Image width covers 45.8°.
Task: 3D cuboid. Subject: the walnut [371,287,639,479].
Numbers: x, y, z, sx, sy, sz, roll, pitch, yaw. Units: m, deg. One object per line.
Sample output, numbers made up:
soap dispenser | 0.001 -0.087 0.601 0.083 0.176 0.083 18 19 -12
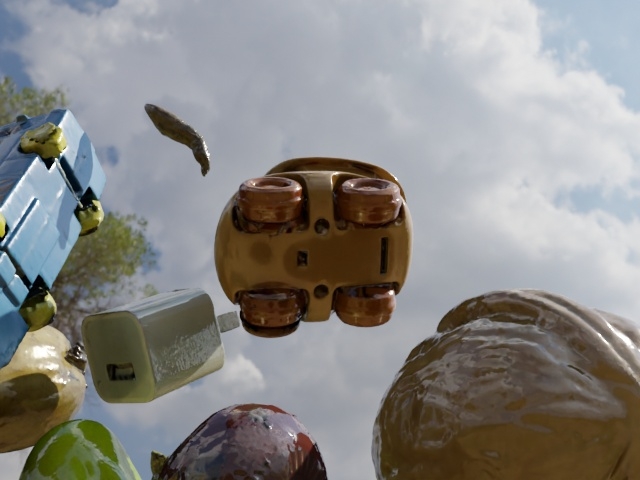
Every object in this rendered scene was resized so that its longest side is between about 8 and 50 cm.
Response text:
walnut | 0.205 0.194 0.740 0.332 0.333 0.333 3 -37 3

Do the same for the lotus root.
lotus root | -0.449 0.196 1.017 0.182 0.183 0.310 -12 -10 21

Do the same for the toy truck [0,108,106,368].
toy truck | -0.399 -0.015 0.944 0.162 0.385 0.161 -8 -52 14

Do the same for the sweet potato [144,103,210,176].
sweet potato | -0.206 -0.157 1.123 0.041 0.153 0.038 -45 -16 -3

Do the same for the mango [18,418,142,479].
mango | -0.246 0.316 0.804 0.149 0.273 0.185 -25 -23 -8

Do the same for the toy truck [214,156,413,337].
toy truck | 0.000 0.000 1.025 0.287 0.212 0.204 -2 -72 -9

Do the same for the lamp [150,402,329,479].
lamp | -0.069 0.208 0.612 0.135 0.156 0.157 -8 -55 40

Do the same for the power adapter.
power adapter | -0.204 0.135 1.058 0.130 0.125 0.205 -11 3 39
